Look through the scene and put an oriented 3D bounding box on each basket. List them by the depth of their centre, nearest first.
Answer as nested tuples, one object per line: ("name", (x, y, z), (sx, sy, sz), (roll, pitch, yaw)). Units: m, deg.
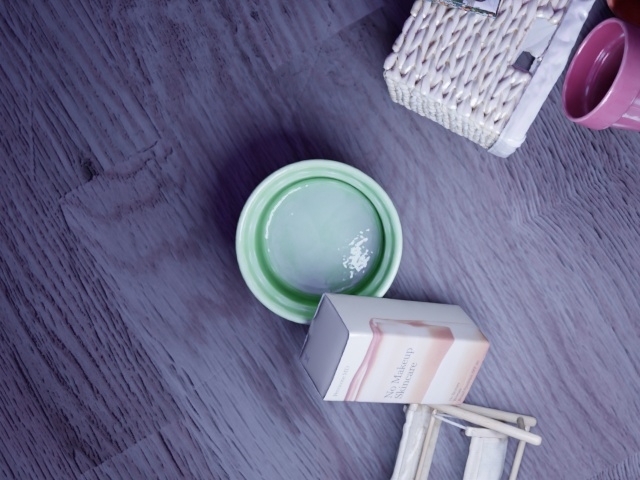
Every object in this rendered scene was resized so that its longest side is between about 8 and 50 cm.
("basket", (0.297, -0.348, 1.678), (0.266, 0.331, 0.328), (27, 94, 7))

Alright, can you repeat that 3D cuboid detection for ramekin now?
("ramekin", (0.000, 0.000, 1.795), (0.304, 0.148, 0.303), (0, 93, 3))

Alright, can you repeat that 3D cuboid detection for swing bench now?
("swing bench", (0.258, 0.437, 1.803), (0.255, 0.165, 0.253), (15, 95, 8))

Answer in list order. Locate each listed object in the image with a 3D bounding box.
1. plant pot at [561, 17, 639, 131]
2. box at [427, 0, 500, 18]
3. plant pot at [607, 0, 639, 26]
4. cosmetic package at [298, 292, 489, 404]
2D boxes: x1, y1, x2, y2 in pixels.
("plant pot", (0.570, -0.281, 1.736), (0.180, 0.201, 0.201), (18, 94, -14))
("box", (0.233, -0.483, 1.503), (0.159, 0.044, 0.233), (17, 92, 9))
("plant pot", (0.686, -0.511, 1.685), (0.272, 0.272, 0.265), (22, 87, 2))
("cosmetic package", (0.132, 0.198, 1.709), (0.296, 0.129, 0.153), (6, 118, -27))
